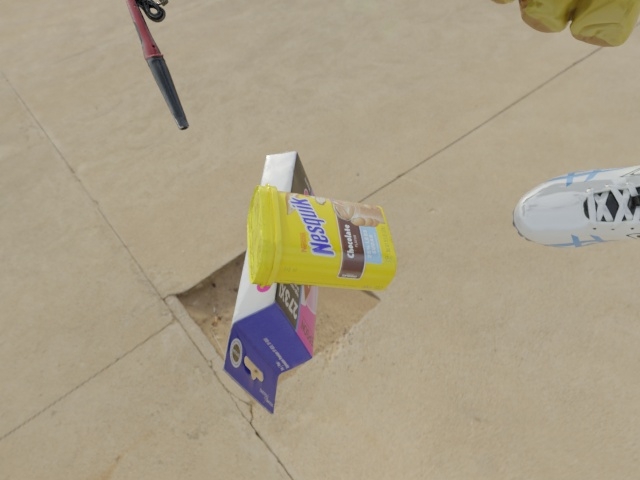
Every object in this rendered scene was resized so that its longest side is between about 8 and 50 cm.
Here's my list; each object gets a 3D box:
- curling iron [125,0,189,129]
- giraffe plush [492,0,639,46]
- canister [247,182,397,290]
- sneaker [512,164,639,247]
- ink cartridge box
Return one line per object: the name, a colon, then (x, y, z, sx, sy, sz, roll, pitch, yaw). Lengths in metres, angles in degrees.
curling iron: (-0.267, -0.314, 0.751, 0.068, 0.035, 0.274, -16, 81, -7)
giraffe plush: (0.261, -0.306, 0.389, 0.181, 0.210, 0.171, 28, 91, -5)
canister: (0.000, 0.000, 0.558, 0.169, 0.073, 0.126, 7, 49, -20)
sneaker: (0.312, -0.037, 0.429, 0.236, 0.086, 0.085, -4, 81, 18)
ink cartridge box: (-0.056, 0.052, 0.690, 0.069, 0.176, 0.371, -4, 52, 16)
